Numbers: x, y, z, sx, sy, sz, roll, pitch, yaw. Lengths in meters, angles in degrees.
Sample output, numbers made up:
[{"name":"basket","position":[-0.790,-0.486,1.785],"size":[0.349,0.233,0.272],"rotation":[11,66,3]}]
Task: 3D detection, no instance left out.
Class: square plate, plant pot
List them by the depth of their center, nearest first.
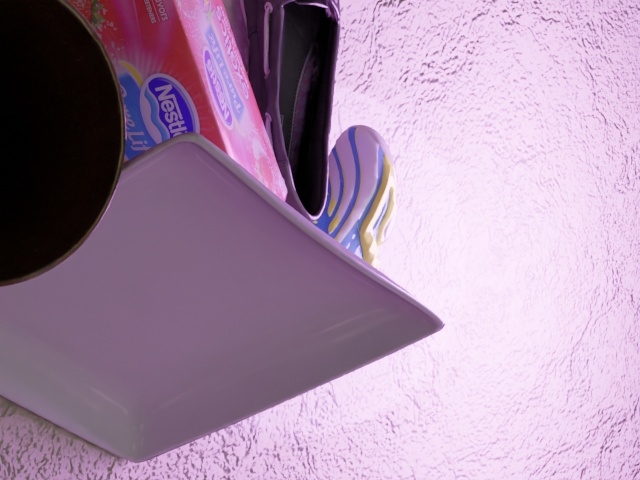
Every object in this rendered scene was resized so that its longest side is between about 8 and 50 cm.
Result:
[{"name":"plant pot","position":[-0.291,-0.079,1.262],"size":[0.215,0.230,0.215],"rotation":[-2,93,-38]},{"name":"square plate","position":[-0.131,0.051,1.427],"size":[0.347,0.344,0.049],"rotation":[37,37,-44]}]

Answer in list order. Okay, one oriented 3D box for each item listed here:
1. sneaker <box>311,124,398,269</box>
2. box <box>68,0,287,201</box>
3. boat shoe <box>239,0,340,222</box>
[{"name":"sneaker","position":[0.000,0.000,1.709],"size":[0.126,0.091,0.240],"rotation":[9,88,-47]},{"name":"box","position":[-0.146,-0.124,1.449],"size":[0.142,0.154,0.300],"rotation":[-79,155,-62]},{"name":"boat shoe","position":[-0.019,-0.174,1.662],"size":[0.112,0.095,0.335],"rotation":[8,89,-48]}]
